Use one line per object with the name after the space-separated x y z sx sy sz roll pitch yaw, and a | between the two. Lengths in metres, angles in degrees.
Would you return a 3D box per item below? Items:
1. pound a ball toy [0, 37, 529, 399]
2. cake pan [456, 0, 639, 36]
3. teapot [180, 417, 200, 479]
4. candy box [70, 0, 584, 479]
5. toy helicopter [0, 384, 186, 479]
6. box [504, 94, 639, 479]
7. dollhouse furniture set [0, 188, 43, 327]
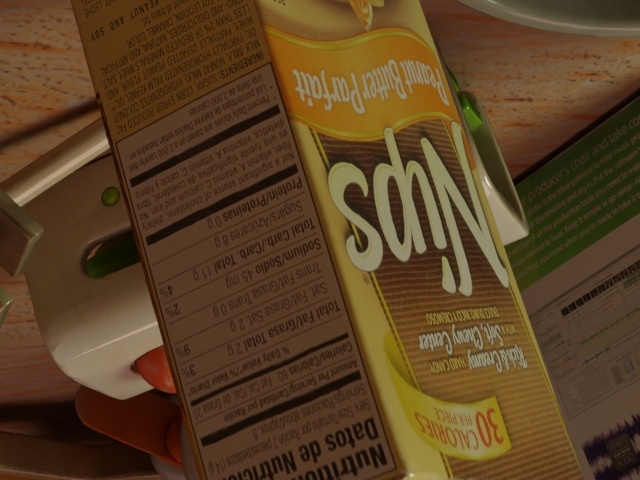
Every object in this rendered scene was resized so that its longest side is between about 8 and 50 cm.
-0.059 -0.001 1.085 0.319 0.135 0.208 -23 160 11 | pound a ball toy
0.159 -0.191 0.799 0.293 0.054 0.293 -4 150 -2 | cake pan
0.029 0.110 1.365 0.253 0.256 0.187 7 127 -15 | teapot
-0.004 -0.030 0.788 0.087 0.316 0.183 -26 159 23 | candy box
-0.177 0.182 1.485 0.355 0.140 0.235 15 150 -37 | toy helicopter
0.248 0.068 1.261 0.058 0.322 0.232 -6 158 -42 | box
-0.289 0.051 0.947 0.212 0.161 0.242 -43 173 -36 | dollhouse furniture set
